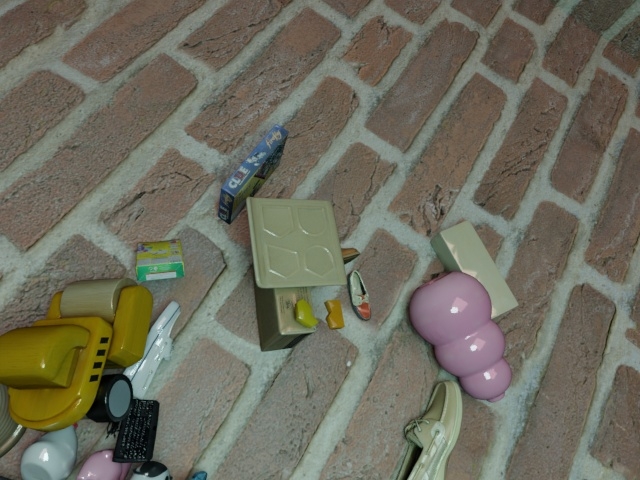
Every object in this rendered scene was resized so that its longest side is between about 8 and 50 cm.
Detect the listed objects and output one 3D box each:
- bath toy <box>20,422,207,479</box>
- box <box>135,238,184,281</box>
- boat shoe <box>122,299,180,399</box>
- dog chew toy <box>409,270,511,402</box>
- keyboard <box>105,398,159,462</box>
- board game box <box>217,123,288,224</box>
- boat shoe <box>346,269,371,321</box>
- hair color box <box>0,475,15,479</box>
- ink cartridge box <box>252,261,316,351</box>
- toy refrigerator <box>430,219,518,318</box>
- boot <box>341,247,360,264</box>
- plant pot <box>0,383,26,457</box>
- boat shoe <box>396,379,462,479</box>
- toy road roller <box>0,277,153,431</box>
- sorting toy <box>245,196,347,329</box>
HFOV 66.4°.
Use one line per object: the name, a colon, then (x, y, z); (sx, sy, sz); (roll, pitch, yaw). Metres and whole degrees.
bath toy: (-0.409, 0.463, 0.978); (0.348, 0.152, 0.129); (20, 30, -2)
box: (-0.382, 0.040, 1.164); (0.105, 0.179, 0.043); (-5, 113, -16)
boat shoe: (-0.371, 0.249, 1.112); (0.075, 0.083, 0.226); (33, 75, -11)
dog chew toy: (0.365, 0.248, 1.238); (0.206, 0.206, 0.332); (-24, 84, -22)
keyboard: (-0.384, 0.374, 0.996); (0.100, 0.192, 0.038); (4, 105, -16)
board game box: (-0.177, -0.173, 1.285); (0.042, 0.165, 0.243); (34, 63, 1)
boat shoe: (0.104, 0.146, 1.291); (0.049, 0.043, 0.137); (-10, 72, -20)
hair color box: (-0.528, 0.548, 0.879); (0.347, 0.105, 0.174); (20, 63, -5)
ink cartridge box: (-0.093, 0.127, 1.163); (0.088, 0.193, 0.235); (-1, 68, -20)
toy refrigerator: (0.425, 0.090, 1.374); (0.102, 0.094, 0.270); (-23, 74, -15)
boot: (0.000, 0.000, 1.312); (0.197, 0.073, 0.153); (-8, 66, -21)
plant pot: (-0.708, 0.331, 0.964); (0.237, 0.110, 0.238); (6, 67, -13)
boat shoe: (0.254, 0.469, 1.161); (0.098, 0.109, 0.302); (24, 69, -5)
toy road roller: (-0.495, 0.201, 0.967); (0.202, 0.241, 0.330); (-5, 58, 11)
sorting toy: (-0.047, 0.049, 1.084); (0.228, 0.041, 0.308); (2, 66, -29)
